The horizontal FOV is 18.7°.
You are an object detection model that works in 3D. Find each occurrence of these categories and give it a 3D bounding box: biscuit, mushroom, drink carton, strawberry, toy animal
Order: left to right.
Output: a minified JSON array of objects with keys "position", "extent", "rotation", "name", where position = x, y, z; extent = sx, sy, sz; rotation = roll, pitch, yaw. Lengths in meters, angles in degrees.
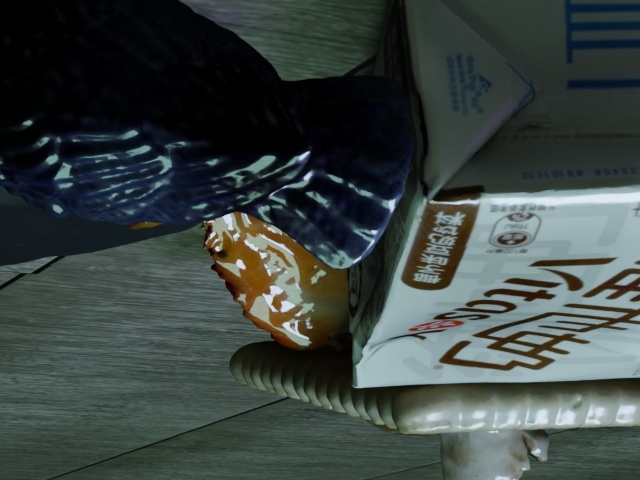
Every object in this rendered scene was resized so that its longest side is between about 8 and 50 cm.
[{"position":[-0.099,-0.064,0.947],"extent":[0.298,0.122,0.185],"rotation":[19,175,36],"name":"toy animal"},{"position":[0.002,0.002,1.291],"extent":[0.192,0.085,0.140],"rotation":[3,133,-16],"name":"strawberry"},{"position":[0.087,0.094,1.355],"extent":[0.217,0.044,0.325],"rotation":[2,-178,-22],"name":"biscuit"},{"position":[0.131,0.122,1.649],"extent":[0.226,0.178,0.226],"rotation":[5,173,1],"name":"mushroom"},{"position":[0.120,-0.021,1.061],"extent":[0.194,0.132,0.324],"rotation":[-1,160,-6],"name":"drink carton"}]

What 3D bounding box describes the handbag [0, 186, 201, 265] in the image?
[{"position":[-0.216,-0.027,1.200],"extent":[0.332,0.075,0.192],"rotation":[-11,163,35],"name":"handbag"}]
